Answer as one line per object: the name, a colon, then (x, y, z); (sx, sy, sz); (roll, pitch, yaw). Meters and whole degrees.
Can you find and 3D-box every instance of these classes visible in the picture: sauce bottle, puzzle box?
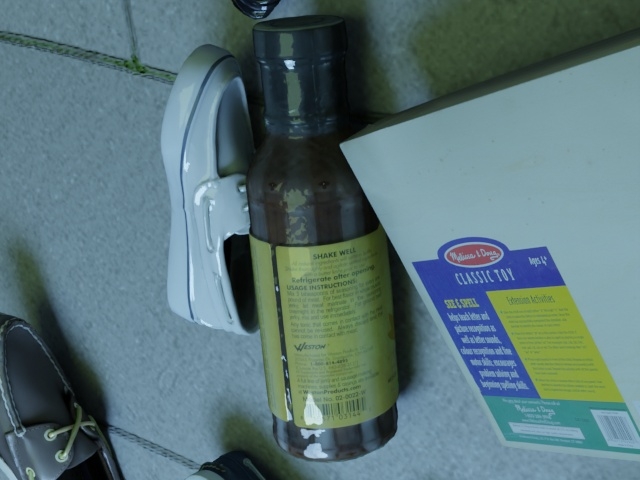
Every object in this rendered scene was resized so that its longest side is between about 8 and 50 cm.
sauce bottle: (0.000, 0.000, 0.938); (0.111, 0.111, 0.344); (9, 113, 33)
puzzle box: (0.190, 0.013, 0.731); (0.409, 0.052, 0.272); (-10, 112, 60)

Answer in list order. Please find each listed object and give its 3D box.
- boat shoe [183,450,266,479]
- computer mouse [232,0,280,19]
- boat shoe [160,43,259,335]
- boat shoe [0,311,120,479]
boat shoe: (-0.026, 0.302, 1.095); (0.254, 0.079, 0.095); (45, 130, 15)
computer mouse: (-0.018, -0.302, 0.866); (0.188, 0.072, 0.272); (57, 141, 0)
boat shoe: (-0.073, -0.036, 0.998); (0.084, 0.095, 0.258); (20, 129, 24)
boat shoe: (-0.263, 0.218, 1.211); (0.097, 0.116, 0.324); (-4, 109, 32)
